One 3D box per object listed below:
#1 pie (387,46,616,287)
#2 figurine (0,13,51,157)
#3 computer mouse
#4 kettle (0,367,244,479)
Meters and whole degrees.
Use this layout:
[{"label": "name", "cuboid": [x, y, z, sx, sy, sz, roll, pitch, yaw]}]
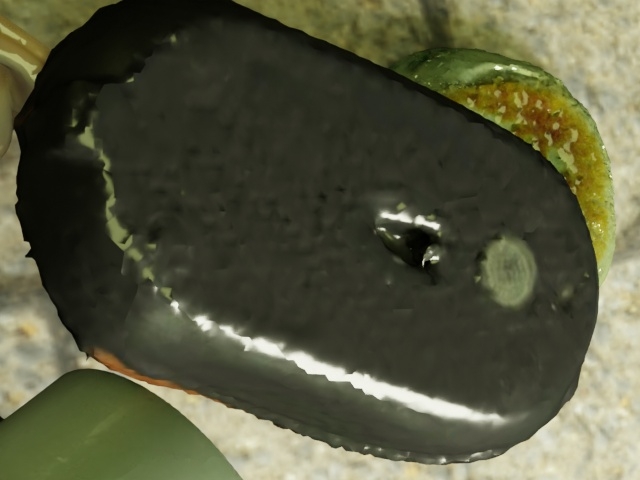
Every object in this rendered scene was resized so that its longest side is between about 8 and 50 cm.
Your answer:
[{"label": "pie", "cuboid": [0.087, -0.017, 0.862, 0.187, 0.041, 0.186, 1, 86, -24]}, {"label": "figurine", "cuboid": [-0.222, -0.007, 0.672, 0.162, 0.141, 0.236, 38, 73, -10]}, {"label": "computer mouse", "cuboid": [-0.003, 0.001, 0.728, 0.323, 0.116, 0.183, 23, 63, -32]}, {"label": "kettle", "cuboid": [-0.172, 0.178, 0.659, 0.240, 0.165, 0.255, 32, 52, 26]}]
